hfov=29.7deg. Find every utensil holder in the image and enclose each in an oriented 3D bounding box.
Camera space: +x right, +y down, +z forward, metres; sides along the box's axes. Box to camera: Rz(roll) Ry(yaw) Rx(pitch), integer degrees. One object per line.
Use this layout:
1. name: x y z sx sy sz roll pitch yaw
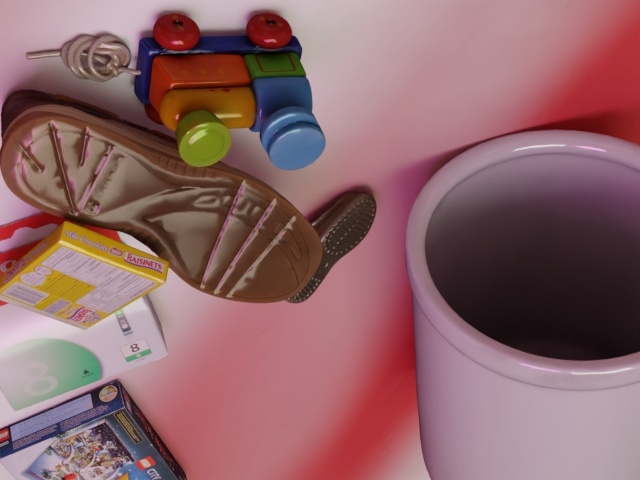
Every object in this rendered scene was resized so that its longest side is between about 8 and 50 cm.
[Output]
1. utensil holder: 0.260 0.125 1.353 0.328 0.327 0.385 -15 139 -9

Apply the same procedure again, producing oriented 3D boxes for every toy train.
1. toy train: -0.124 -0.120 1.062 0.248 0.143 0.105 -5 134 -20

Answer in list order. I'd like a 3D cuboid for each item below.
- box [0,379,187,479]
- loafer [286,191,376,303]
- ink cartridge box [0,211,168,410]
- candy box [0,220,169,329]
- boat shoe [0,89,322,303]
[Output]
1. box: -0.272 0.277 1.472 0.159 0.044 0.233 -23 138 -1
2. loafer: 0.000 0.000 1.312 0.148 0.050 0.056 -48 138 3
3. ink cartridge box: -0.274 0.070 1.257 0.181 0.056 0.224 -20 139 -5
4. candy box: -0.232 0.038 1.141 0.105 0.027 0.206 21 154 -25
5. boat shoe: -0.148 -0.048 1.142 0.342 0.123 0.123 23 109 -32
